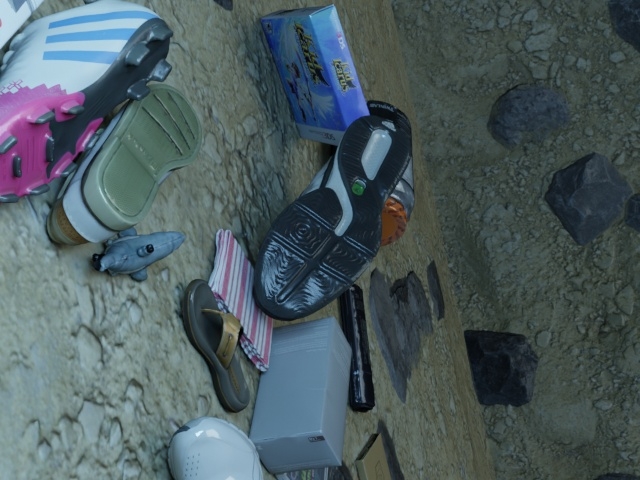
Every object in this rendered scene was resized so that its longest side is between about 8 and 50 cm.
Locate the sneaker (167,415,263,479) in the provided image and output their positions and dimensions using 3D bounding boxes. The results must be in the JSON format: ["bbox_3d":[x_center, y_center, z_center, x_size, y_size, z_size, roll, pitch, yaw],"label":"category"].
[{"bbox_3d":[-0.097,0.350,1.063,0.297,0.111,0.129,68,-12,-21],"label":"sneaker"}]

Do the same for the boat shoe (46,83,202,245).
[{"bbox_3d":[-0.234,-0.097,1.024,0.113,0.103,0.302,57,25,-18],"label":"boat shoe"}]

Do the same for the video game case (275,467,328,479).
[{"bbox_3d":[-0.026,0.364,1.474,0.190,0.022,0.173,-83,153,-45],"label":"video game case"}]

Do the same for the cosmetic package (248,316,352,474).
[{"bbox_3d":[-0.027,0.247,1.382,0.238,0.127,0.107,-81,153,-44],"label":"cosmetic package"}]

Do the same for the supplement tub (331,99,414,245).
[{"bbox_3d":[0.118,-0.153,1.968,0.193,0.194,0.315,58,27,-46],"label":"supplement tub"}]

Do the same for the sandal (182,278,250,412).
[{"bbox_3d":[-0.135,0.149,1.225,0.090,0.060,0.219,-61,135,-64],"label":"sandal"}]

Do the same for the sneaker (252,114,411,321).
[{"bbox_3d":[0.001,0.000,1.524,0.169,0.257,0.447,34,56,-2],"label":"sneaker"}]

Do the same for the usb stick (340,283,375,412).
[{"bbox_3d":[0.077,0.228,1.837,0.077,0.045,0.277,30,50,-57],"label":"usb stick"}]

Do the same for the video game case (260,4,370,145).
[{"bbox_3d":[-0.009,-0.323,1.696,0.244,0.061,0.269,22,-44,61],"label":"video game case"}]

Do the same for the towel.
[{"bbox_3d":[-0.124,0.095,1.355,0.144,0.029,0.197,-86,156,-47],"label":"towel"}]

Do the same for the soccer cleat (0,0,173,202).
[{"bbox_3d":[-0.294,-0.160,0.913,0.331,0.143,0.116,-53,164,-42],"label":"soccer cleat"}]

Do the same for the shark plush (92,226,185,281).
[{"bbox_3d":[-0.227,0.008,1.033,0.161,0.067,0.073,10,69,-71],"label":"shark plush"}]

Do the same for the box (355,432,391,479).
[{"bbox_3d":[0.124,0.530,1.817,0.164,0.021,0.201,-26,102,-72],"label":"box"}]

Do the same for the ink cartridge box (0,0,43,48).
[{"bbox_3d":[-0.346,-0.285,0.831,0.217,0.092,0.158,-77,149,-49],"label":"ink cartridge box"}]
